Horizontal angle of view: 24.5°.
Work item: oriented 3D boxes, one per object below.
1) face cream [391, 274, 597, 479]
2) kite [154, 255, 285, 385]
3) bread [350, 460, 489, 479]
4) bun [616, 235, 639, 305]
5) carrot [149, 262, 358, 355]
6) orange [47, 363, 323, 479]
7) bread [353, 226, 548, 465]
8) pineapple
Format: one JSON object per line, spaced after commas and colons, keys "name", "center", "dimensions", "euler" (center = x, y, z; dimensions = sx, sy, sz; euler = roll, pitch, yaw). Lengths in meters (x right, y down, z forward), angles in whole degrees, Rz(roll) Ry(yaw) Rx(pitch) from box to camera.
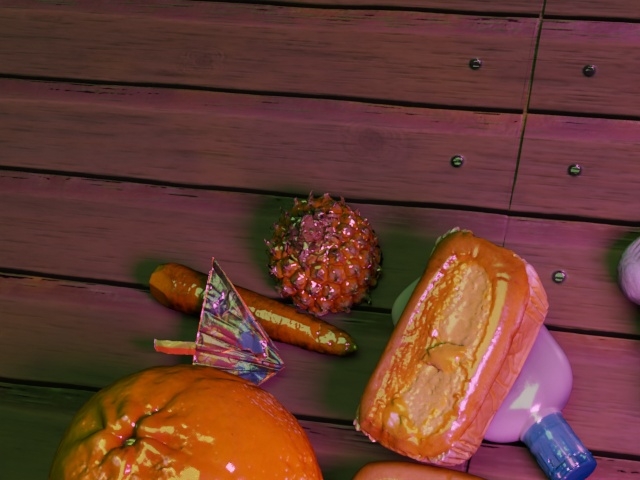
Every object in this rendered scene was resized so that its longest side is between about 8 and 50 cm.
{"name": "face cream", "center": [0.234, 0.172, 1.898], "dimensions": [0.163, 0.080, 0.336], "euler": [-34, 60, 0]}
{"name": "kite", "center": [-0.135, 0.143, 1.995], "dimensions": [0.183, 0.014, 0.241], "euler": [5, 89, 9]}
{"name": "bread", "center": [0.146, 0.438, 1.746], "dimensions": [0.337, 0.148, 0.328], "euler": [8, 61, 19]}
{"name": "bun", "center": [0.453, 0.050, 1.909], "dimensions": [0.141, 0.083, 0.141], "euler": [-3, 29, 2]}
{"name": "carrot", "center": [-0.092, 0.103, 2.024], "dimensions": [0.314, 0.066, 0.066], "euler": [19, 68, 19]}
{"name": "orange", "center": [-0.170, 0.309, 1.789], "dimensions": [0.341, 0.293, 0.340], "euler": [-11, 53, 14]}
{"name": "bread", "center": [0.165, 0.139, 1.827], "dimensions": [0.153, 0.119, 0.288], "euler": [23, 82, 33]}
{"name": "pineapple", "center": [-0.003, 0.002, 2.010], "dimensions": [0.162, 0.137, 0.176], "euler": [-9, 61, 8]}
